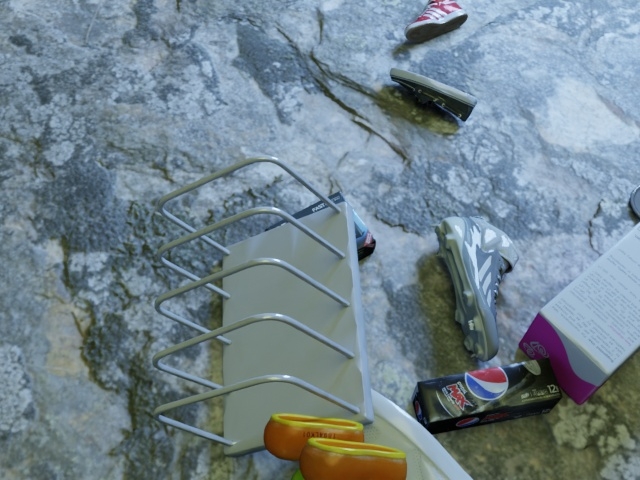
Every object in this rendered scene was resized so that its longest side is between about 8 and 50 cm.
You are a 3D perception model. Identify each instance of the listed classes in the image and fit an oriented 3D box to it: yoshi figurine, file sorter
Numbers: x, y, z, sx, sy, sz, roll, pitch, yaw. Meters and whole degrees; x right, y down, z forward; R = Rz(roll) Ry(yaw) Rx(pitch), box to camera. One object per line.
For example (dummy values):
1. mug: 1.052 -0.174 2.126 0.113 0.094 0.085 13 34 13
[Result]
1. yoshi figurine: -0.040 0.355 0.777 0.203 0.203 0.362 7 89 26
2. file sorter: -0.076 0.076 0.942 0.192 0.173 0.278 -21 57 26

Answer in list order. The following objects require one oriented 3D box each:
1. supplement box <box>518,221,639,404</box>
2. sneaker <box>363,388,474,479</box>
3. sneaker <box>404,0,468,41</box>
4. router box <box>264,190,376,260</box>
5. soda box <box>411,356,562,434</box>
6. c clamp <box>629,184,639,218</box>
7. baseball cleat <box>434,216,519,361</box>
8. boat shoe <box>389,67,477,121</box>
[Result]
1. supplement box: 0.372 0.086 1.040 0.220 0.111 0.114 -37 68 -22
2. sneaker: 0.071 0.295 0.905 0.292 0.108 0.169 41 63 17
3. sneaker: 0.171 -0.361 1.324 0.118 0.042 0.067 -22 68 -24
4. router box: 0.000 0.000 1.109 0.122 0.038 0.092 -28 65 -18
5. soda box: 0.199 0.189 1.000 0.168 0.060 0.053 -9 60 -8
6. c clamp: 0.517 -0.047 1.176 0.137 0.022 0.161 -21 63 -15
7. baseball cleat: 0.218 0.054 1.073 0.109 0.072 0.206 -6 64 -14
8. boat shoe: 0.164 -0.220 1.242 0.142 0.049 0.040 25 100 16
